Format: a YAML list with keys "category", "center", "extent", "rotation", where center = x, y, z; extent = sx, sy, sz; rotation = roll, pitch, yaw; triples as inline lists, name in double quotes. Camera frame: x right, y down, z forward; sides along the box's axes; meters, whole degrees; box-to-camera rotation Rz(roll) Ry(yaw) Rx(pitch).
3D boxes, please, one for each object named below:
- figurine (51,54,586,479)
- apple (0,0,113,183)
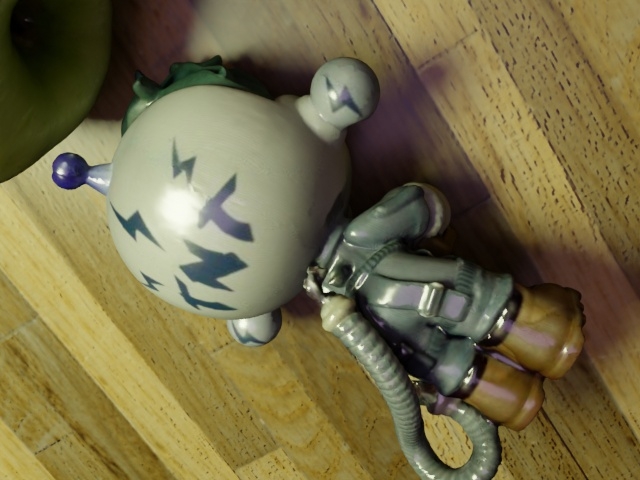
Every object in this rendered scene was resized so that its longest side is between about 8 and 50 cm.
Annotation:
- category: "figurine"
  center: [0.002, -0.004, 0.513]
  extent: [0.382, 0.186, 0.261]
  rotation: [25, 106, 2]
- category: "apple"
  center: [-0.277, -0.173, 0.445]
  extent: [0.279, 0.279, 0.279]
  rotation: [2, 110, 6]
